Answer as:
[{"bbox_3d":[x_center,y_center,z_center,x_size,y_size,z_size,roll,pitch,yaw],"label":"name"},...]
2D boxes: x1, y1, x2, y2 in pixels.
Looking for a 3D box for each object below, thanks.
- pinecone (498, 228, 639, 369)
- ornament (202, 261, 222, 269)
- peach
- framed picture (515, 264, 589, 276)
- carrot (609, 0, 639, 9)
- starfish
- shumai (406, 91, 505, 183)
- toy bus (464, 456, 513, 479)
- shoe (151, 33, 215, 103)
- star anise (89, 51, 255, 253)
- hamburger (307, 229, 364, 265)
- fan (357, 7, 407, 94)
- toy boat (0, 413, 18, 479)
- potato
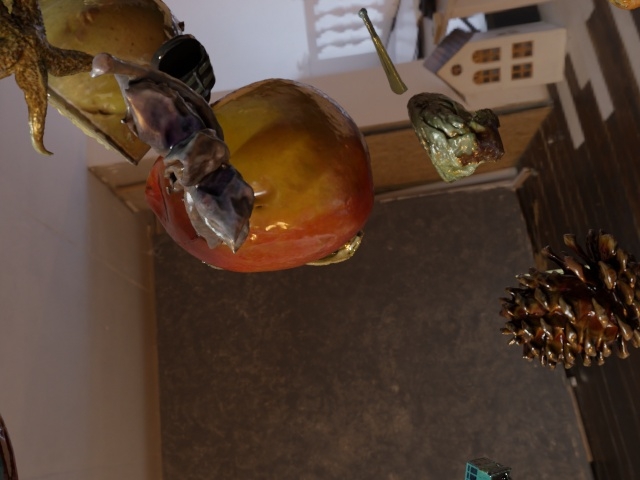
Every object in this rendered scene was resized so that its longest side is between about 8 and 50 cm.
[{"bbox_3d":[0.188,0.048,0.411,0.102,0.109,0.102,53,176,5],"label":"pinecone"},{"bbox_3d":[-0.211,0.024,1.163,0.075,0.081,0.156,61,175,1],"label":"ornament"},{"bbox_3d":[-0.089,-0.101,0.910,0.373,0.372,0.290,-97,25,-43],"label":"peach"},{"bbox_3d":[0.605,0.124,1.305,0.252,0.197,0.014,31,-118,-31],"label":"framed picture"},{"bbox_3d":[0.236,-0.208,0.306,0.037,0.190,0.037,35,-154,-20],"label":"carrot"},{"bbox_3d":[-0.309,-0.203,0.604,0.217,0.050,0.223,-21,-70,-53],"label":"starfish"},{"bbox_3d":[0.246,-0.203,1.009,0.184,0.142,0.184,56,-161,-31],"label":"shumai"},{"bbox_3d":[0.365,0.576,1.254,0.091,0.079,0.160,8,94,55],"label":"toy bus"},{"bbox_3d":[-0.160,-0.195,0.720,0.049,0.071,0.179,43,168,7],"label":"shoe"},{"bbox_3d":[-0.130,-0.088,0.551,0.230,0.081,0.262,57,171,36],"label":"star anise"},{"bbox_3d":[0.000,0.000,1.478,0.135,0.207,0.155,141,144,-81],"label":"hamburger"},{"bbox_3d":[0.121,-0.372,1.123,0.038,0.016,0.193,10,144,48],"label":"fan"},{"bbox_3d":[-0.525,0.363,0.838,0.392,0.136,0.079,51,171,42],"label":"toy boat"},{"bbox_3d":[-0.463,-0.398,1.183,0.442,0.319,0.385,26,165,45],"label":"potato"}]
